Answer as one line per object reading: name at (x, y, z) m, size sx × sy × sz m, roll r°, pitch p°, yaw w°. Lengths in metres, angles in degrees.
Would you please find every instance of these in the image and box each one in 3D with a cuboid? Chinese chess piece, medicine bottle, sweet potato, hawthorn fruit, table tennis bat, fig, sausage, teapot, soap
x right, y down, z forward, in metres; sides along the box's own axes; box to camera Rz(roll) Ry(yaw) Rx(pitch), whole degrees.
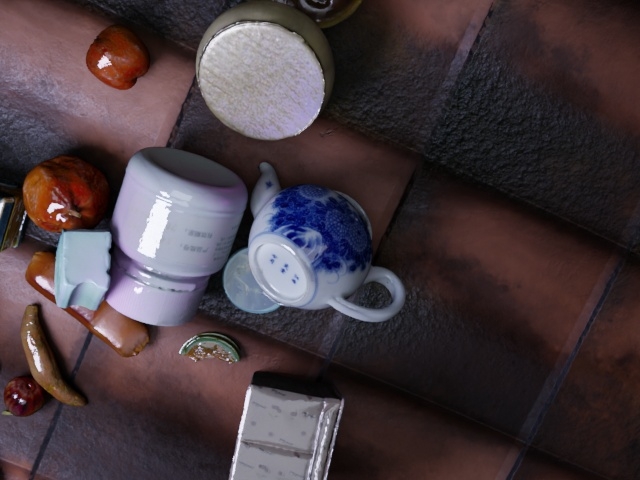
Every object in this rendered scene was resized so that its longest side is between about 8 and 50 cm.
Chinese chess piece at (-0.107, -0.326, 1.476) m, size 0.269 × 0.112 × 0.270 m, roll 6°, pitch 129°, yaw 7°
medicine bottle at (-0.296, -0.008, 1.512) m, size 0.241 × 0.241 × 0.302 m, roll 20°, pitch 108°, yaw -5°
sweet potato at (-0.589, 0.262, 1.638) m, size 0.058 × 0.078 × 0.255 m, roll -18°, pitch 102°, yaw 38°
hawthorn fruit at (-0.508, -0.090, 1.523) m, size 0.173 × 0.179 × 0.174 m, roll 0°, pitch 96°, yaw 4°
table tennis bat at (-0.096, 0.094, 1.642) m, size 0.237 × 0.038 × 0.149 m, roll 15°, pitch 94°, yaw -2°
fig at (-0.648, 0.352, 1.652) m, size 0.089 × 0.089 × 0.125 m, roll 33°, pitch 122°, yaw -7°
sausage at (-0.490, 0.134, 1.611) m, size 0.300 × 0.083 × 0.089 m, roll 42°, pitch 57°, yaw -10°
teapot at (0.000, 0.000, 1.536) m, size 0.424 × 0.280 × 0.252 m, roll 42°, pitch 136°, yaw 10°
hawthorn fruit at (-0.399, -0.360, 1.511) m, size 0.128 × 0.128 × 0.128 m, roll 0°, pitch 100°, yaw -2°
soap at (-0.464, 0.056, 1.476) m, size 0.091 × 0.230 × 0.145 m, roll 5°, pitch 69°, yaw -23°

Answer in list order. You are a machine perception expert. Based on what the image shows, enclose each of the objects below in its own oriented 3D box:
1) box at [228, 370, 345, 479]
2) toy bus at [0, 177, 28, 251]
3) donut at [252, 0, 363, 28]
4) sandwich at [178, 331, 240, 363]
box at (-0.073, 0.397, 1.546) m, size 0.190 × 0.297 × 0.225 m, roll 12°, pitch 84°, yaw -1°
toy bus at (-0.740, -0.078, 1.522) m, size 0.275 × 0.167 × 0.139 m, roll 20°, pitch 99°, yaw -5°
donut at (-0.022, -0.581, 1.476) m, size 0.329 × 0.160 × 0.330 m, roll 1°, pitch 111°, yaw 2°
sandwich at (-0.242, 0.234, 1.663) m, size 0.135 × 0.029 × 0.067 m, roll -1°, pitch 99°, yaw -1°
